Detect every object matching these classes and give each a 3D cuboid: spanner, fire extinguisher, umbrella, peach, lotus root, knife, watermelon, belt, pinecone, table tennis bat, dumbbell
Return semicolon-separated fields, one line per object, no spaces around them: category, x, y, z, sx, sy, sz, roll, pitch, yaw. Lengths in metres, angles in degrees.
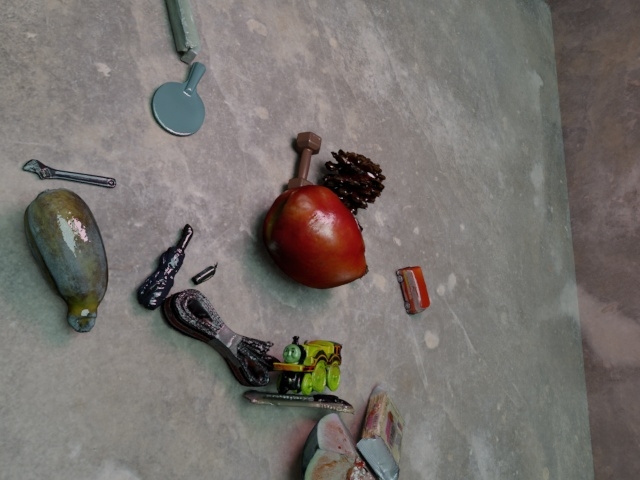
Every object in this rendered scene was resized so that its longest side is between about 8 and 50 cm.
spanner;-0.600;-0.158;1.229;0.208;0.012;0.046;7;73;-37
fire extinguisher;-0.310;0.092;1.386;0.083;0.025;0.038;-38;140;-38
umbrella;-0.385;0.063;1.306;0.071;0.071;0.248;40;59;-24
peach;0.000;0.000;1.498;0.338;0.281;0.281;31;61;-24
lotus root;-0.544;0.042;1.132;0.140;0.158;0.322;-25;101;-40
knife;-0.053;0.458;1.457;0.365;0.089;0.043;17;81;-32
watermelon;0.032;0.638;1.452;0.175;0.188;0.322;-33;115;-2
belt;-0.259;0.258;1.338;0.359;0.094;0.126;42;57;-22
pinecone;0.105;-0.184;1.672;0.221;0.221;0.221;11;72;-36
table tennis bat;-0.386;-0.409;1.449;0.153;0.040;0.244;30;65;-30
dumbbell;-0.053;-0.240;1.638;0.092;0.082;0.231;24;64;-33

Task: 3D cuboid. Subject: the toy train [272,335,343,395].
toy train;-0.030;0.352;1.429;0.296;0.100;0.160;25;65;-63

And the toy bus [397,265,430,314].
toy bus;0.342;0.179;1.843;0.079;0.077;0.174;-11;85;-39

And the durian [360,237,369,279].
durian;0.092;0.033;1.691;0.108;0.119;0.186;-71;144;-71

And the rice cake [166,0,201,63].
rice cake;-0.410;-0.685;1.482;0.063;0.066;0.336;-7;84;-40

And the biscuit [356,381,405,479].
biscuit;0.194;0.594;1.557;0.186;0.079;0.309;59;20;-8
